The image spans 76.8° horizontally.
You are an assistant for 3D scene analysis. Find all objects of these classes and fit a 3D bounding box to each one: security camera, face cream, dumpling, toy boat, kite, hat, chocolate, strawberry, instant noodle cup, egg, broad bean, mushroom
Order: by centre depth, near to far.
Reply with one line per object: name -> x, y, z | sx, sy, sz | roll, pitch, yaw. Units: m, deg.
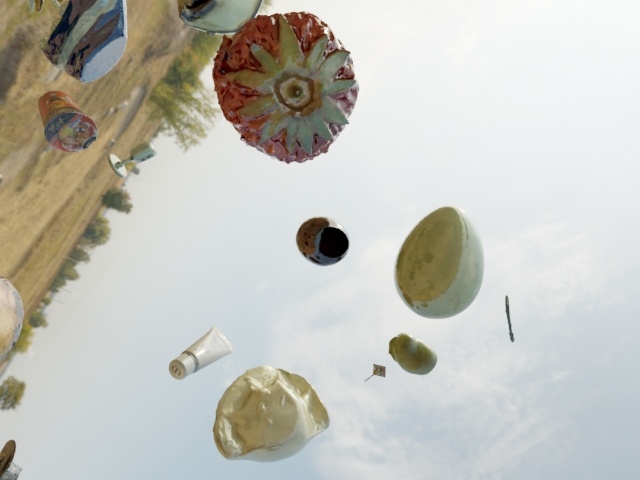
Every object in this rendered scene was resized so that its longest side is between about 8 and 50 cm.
toy boat -> -0.354, -0.372, 0.521 | 0.221, 0.291, 0.067 | -21, -169, 36
strawberry -> -0.059, -0.222, 0.607 | 0.205, 0.205, 0.244 | -54, -155, 7
hat -> -0.546, 0.406, 0.683 | 0.121, 0.050, 0.121 | -39, -157, 20
security camera -> -0.392, -0.176, 0.854 | 0.092, 0.058, 0.058 | -26, -150, 0
egg -> 0.304, 0.053, 1.022 | 0.218, 0.219, 0.295 | 16, -92, 63
kite -> 0.147, 0.349, 1.048 | 0.078, 0.044, 0.002 | -45, 157, -50
instant noodle cup -> -0.687, -0.327, 1.082 | 0.127, 0.127, 0.135 | -48, -116, 18
chocolate -> 0.000, 0.000, 1.214 | 0.177, 0.177, 0.176 | -41, -149, 31
mushroom -> -0.340, -0.757, 1.215 | 0.212, 0.292, 0.217 | 38, -56, 23
dumpling -> -0.177, 0.578, 1.365 | 0.315, 0.395, 0.233 | 58, -39, 34
broad bean -> 0.322, 0.401, 1.424 | 0.124, 0.174, 0.082 | -49, 170, 5
face cream -> -0.470, 0.450, 1.608 | 0.089, 0.143, 0.314 | -44, 173, 20

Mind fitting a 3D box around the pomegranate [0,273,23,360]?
pomegranate -> -0.790, 0.154, 0.809 | 0.322, 0.322, 0.322 | -41, -149, 31

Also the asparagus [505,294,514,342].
asparagus -> 0.509, 0.214, 1.088 | 0.016, 0.166, 0.013 | -8, -152, 21
